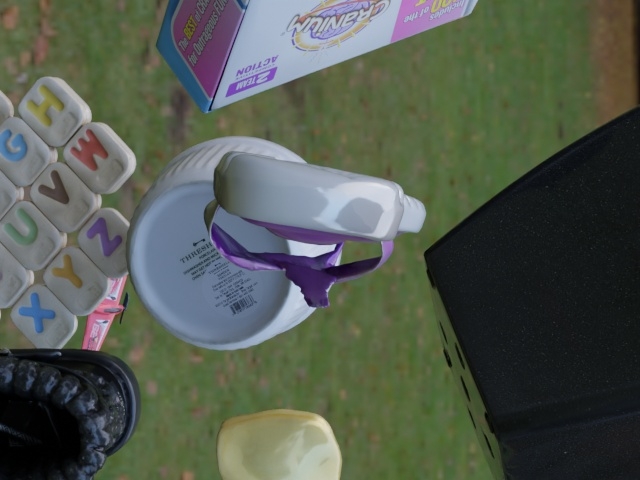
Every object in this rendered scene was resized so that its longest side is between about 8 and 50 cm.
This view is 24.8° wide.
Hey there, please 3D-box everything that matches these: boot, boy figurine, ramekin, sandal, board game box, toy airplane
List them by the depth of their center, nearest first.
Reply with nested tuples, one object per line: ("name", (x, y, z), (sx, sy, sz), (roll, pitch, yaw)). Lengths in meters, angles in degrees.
("board game box", (0.044, -0.230, 0.879), (0.242, 0.064, 0.316), (-24, 158, -32))
("boy figurine", (-0.042, 0.245, 1.062), (0.177, 0.092, 0.285), (-84, -179, -54))
("sandal", (-0.015, -0.003, 1.099), (0.416, 0.169, 0.102), (14, 87, -83))
("boot", (-0.322, 0.153, 1.175), (0.260, 0.348, 0.131), (-36, 115, -87))
("ramekin", (-0.090, 0.008, 1.408), (0.109, 0.207, 0.207), (-46, 134, -70))
("toy airplane", (-0.302, 0.088, 1.893), (0.151, 0.028, 0.151), (-37, 141, -38))

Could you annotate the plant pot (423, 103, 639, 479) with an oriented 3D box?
("plant pot", (0.161, 0.060, 0.847), (0.188, 0.167, 0.187), (71, 0, -56))

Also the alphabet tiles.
("alphabet tiles", (-0.328, -0.029, 1.536), (0.278, 0.284, 0.021), (46, 14, 10))
